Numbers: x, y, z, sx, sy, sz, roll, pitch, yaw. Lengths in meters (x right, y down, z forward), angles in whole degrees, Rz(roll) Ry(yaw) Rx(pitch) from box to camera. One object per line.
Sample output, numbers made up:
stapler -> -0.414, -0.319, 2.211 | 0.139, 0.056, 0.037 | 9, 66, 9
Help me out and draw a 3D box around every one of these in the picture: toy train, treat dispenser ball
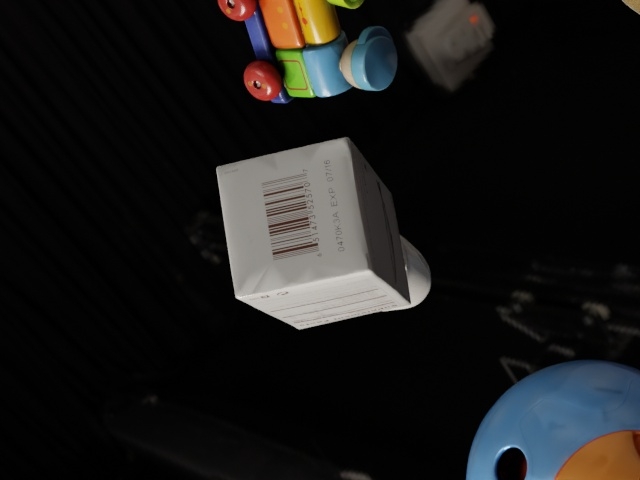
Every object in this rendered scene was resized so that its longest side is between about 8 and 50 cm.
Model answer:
toy train -> -0.018, -0.252, 1.147 | 0.143, 0.248, 0.105 | 8, -143, 38
treat dispenser ball -> 0.311, 0.281, 1.370 | 0.288, 0.288, 0.288 | -27, -152, 16

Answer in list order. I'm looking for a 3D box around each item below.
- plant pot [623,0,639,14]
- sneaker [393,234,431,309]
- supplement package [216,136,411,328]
plant pot -> 0.452, -0.372, 1.436 | 0.236, 0.236, 0.032 | -32, 167, 6
sneaker -> 0.047, 0.037, 1.282 | 0.169, 0.292, 0.108 | 38, -80, 49
supplement package -> 0.000, 0.000, 0.940 | 0.105, 0.105, 0.179 | -13, 167, 11
